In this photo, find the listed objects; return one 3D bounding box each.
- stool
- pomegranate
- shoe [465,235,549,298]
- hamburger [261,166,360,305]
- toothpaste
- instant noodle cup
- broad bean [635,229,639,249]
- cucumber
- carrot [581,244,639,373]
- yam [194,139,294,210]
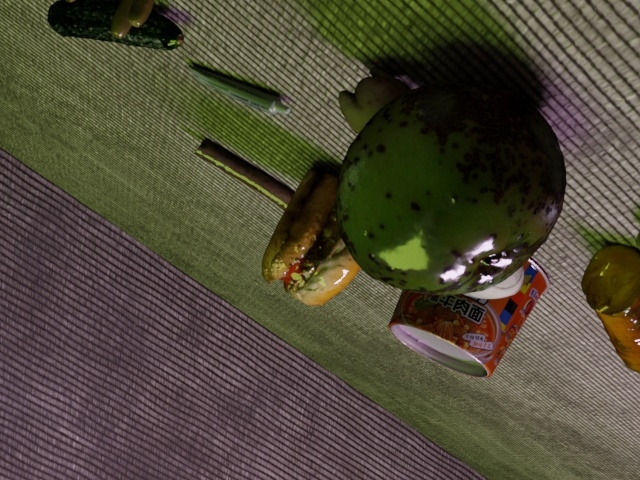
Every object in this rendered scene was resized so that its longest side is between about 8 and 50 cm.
[{"bbox_3d":[-0.267,-0.349,1.424,0.135,0.111,0.134,24,165,21],"label":"stool"},{"bbox_3d":[0.136,-0.098,1.323,0.341,0.285,0.285,59,-177,33],"label":"pomegranate"},{"bbox_3d":[0.251,-0.004,1.586,0.210,0.132,0.342,16,157,46],"label":"shoe"},{"bbox_3d":[0.000,0.000,1.876,0.163,0.244,0.244,26,165,-4],"label":"hamburger"},{"bbox_3d":[-0.130,-0.237,1.703,0.197,0.029,0.048,24,164,26],"label":"toothpaste"},{"bbox_3d":[0.245,0.109,1.851,0.250,0.192,0.250,27,165,8],"label":"instant noodle cup"},{"bbox_3d":[0.453,0.003,1.426,0.063,0.045,0.083,7,164,27],"label":"broad bean"},{"bbox_3d":[-0.307,-0.333,1.639,0.293,0.068,0.067,15,160,37],"label":"cucumber"},{"bbox_3d":[0.489,0.124,1.630,0.114,0.114,0.302,15,159,41],"label":"carrot"},{"bbox_3d":[-0.097,-0.098,2.077,0.326,0.045,0.045,32,-164,-8],"label":"yam"}]
